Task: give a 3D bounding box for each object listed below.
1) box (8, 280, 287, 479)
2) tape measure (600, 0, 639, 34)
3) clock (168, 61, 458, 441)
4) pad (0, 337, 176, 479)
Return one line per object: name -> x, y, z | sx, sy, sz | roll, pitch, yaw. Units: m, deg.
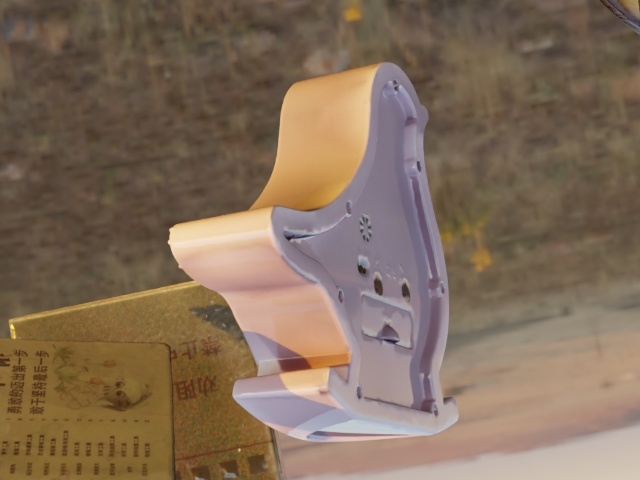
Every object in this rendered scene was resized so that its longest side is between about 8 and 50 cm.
box -> -0.110, 0.198, 1.114 | 0.180, 0.324, 0.047 | -12, 173, 2
tape measure -> 0.208, -0.111, 0.616 | 0.231, 0.133, 0.271 | 24, 174, 27
clock -> 0.000, 0.000, 1.076 | 0.080, 0.275, 0.290 | -8, 169, 25
pad -> -0.159, 0.126, 0.849 | 0.160, 0.009, 0.265 | 2, -149, -8
